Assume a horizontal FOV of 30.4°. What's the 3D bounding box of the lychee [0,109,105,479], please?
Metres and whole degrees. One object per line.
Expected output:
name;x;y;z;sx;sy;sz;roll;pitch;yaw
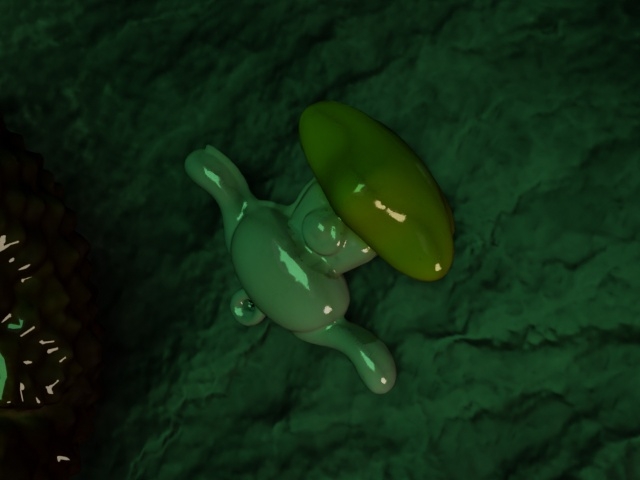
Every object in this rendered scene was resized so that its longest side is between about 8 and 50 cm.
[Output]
lychee;-0.230;0.033;0.491;0.267;0.267;0.268;-1;87;10

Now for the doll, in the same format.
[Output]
doll;0.005;0.006;0.537;0.113;0.071;0.135;-17;89;16
